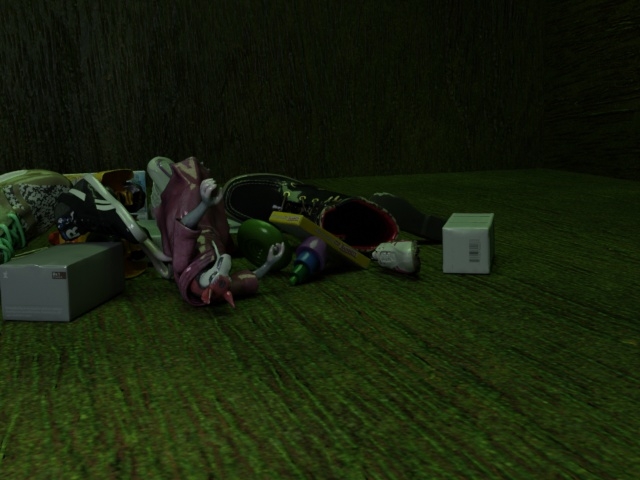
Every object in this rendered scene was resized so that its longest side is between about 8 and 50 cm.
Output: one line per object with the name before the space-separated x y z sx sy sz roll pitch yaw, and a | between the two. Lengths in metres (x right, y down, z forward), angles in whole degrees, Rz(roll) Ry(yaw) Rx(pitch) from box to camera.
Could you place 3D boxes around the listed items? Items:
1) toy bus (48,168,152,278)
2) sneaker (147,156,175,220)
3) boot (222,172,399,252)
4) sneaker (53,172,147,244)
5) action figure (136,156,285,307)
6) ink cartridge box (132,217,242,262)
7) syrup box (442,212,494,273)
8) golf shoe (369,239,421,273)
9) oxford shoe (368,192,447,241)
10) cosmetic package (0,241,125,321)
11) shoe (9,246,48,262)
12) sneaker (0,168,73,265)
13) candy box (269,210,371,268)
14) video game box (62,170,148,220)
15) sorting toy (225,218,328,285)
toy bus | -0.475 -0.030 1.761 0.212 0.220 0.149 -3 6 20
sneaker | -0.389 -0.097 2.193 0.152 0.114 0.305 -22 -32 3
boot | -0.022 -0.061 1.940 0.378 0.138 0.284 16 2 -18
sneaker | -0.414 -0.027 1.575 0.121 0.079 0.217 -42 50 -11
action figure | -0.232 0.012 1.523 0.276 0.248 0.370 -33 34 8
ink cartridge box | -0.348 -0.004 2.030 0.330 0.071 0.324 -2 8 -20
syrup box | 0.312 0.002 1.781 0.096 0.093 0.237 0 9 15
golf shoe | 0.150 0.035 1.710 0.086 0.067 0.186 -7 1 -8
oxford shoe | 0.209 -0.048 2.074 0.212 0.076 0.076 27 -13 -1
cosmetic package | -0.446 0.067 1.500 0.127 0.107 0.238 1 12 12
shoe | -0.651 0.054 1.740 0.219 0.058 0.077 -9 11 -39
sneaker | -0.612 0.019 1.571 0.410 0.158 0.182 -36 48 -26
candy box | 0.000 0.000 1.742 0.206 0.027 0.105 33 -16 -36
video game box | -0.543 -0.080 2.162 0.205 0.187 0.048 -4 9 -16
sorting toy | -0.160 0.039 1.723 0.366 0.127 0.126 7 42 33
